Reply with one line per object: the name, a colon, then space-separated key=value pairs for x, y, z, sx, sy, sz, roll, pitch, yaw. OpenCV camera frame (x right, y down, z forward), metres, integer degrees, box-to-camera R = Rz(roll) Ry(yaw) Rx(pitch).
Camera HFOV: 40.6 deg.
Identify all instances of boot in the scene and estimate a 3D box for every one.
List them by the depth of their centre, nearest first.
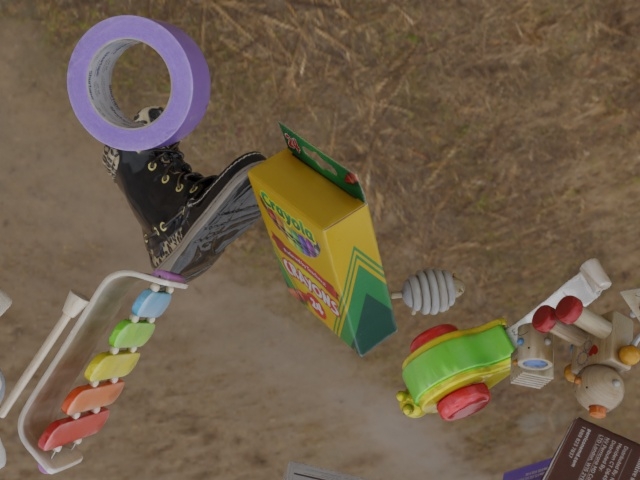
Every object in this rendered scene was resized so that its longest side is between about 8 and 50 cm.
boot: x=-0.242 y=-0.111 z=1.507 sx=0.138 sy=0.284 sz=0.377 roll=-19 pitch=162 yaw=-39

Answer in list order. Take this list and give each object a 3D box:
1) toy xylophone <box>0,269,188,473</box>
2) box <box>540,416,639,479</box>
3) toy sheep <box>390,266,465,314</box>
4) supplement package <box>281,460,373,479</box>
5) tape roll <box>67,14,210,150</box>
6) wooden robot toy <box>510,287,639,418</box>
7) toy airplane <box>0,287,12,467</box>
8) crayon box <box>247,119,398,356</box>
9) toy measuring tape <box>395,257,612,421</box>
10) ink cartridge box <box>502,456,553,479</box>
toy xylophone: x=-0.311 y=0.167 z=1.176 sx=0.322 sy=0.081 sz=0.236 roll=-60 pitch=172 yaw=7
box: x=0.442 y=0.371 z=0.997 sx=0.381 sy=0.143 sz=0.191 roll=24 pitch=152 yaw=26
toy sheep: x=0.185 y=0.089 z=1.486 sx=0.132 sy=0.091 sz=0.091 roll=-11 pitch=146 yaw=-7
supplement package: x=-0.002 y=0.551 z=1.545 sx=0.204 sy=0.145 sz=0.262 roll=15 pitch=122 yaw=-9
tape roll: x=-0.259 y=-0.224 z=1.243 sx=0.189 sy=0.189 sz=0.080 roll=-23 pitch=-176 yaw=15
wooden robot toy: x=0.193 y=0.093 z=0.645 sx=0.076 sy=0.079 sz=0.173 roll=20 pitch=150 yaw=-21
toy airplane: x=-0.393 y=0.213 z=0.610 sx=0.272 sy=0.384 sz=0.386 roll=35 pitch=96 yaw=0
crayon box: x=0.000 y=0.000 z=1.280 sx=0.081 sy=0.202 sz=0.318 roll=-33 pitch=133 yaw=-18
toy measuring tape: x=0.196 y=0.128 z=1.048 sx=0.121 sy=0.121 sz=0.330 roll=16 pitch=134 yaw=-34
ink cartridge box: x=0.373 y=0.375 z=1.369 sx=0.208 sy=0.045 sz=0.206 roll=3 pitch=157 yaw=-11
